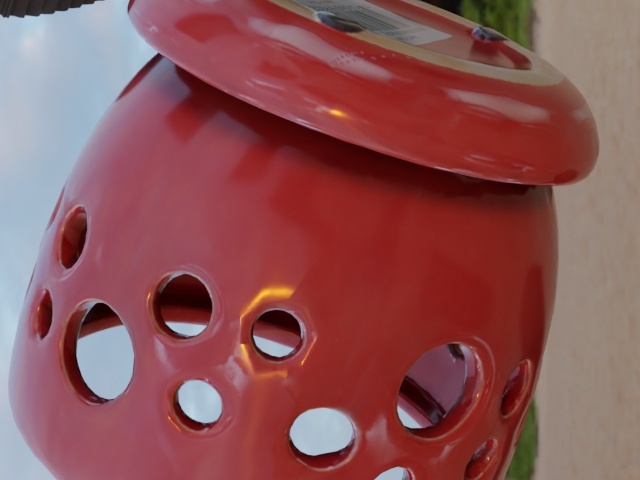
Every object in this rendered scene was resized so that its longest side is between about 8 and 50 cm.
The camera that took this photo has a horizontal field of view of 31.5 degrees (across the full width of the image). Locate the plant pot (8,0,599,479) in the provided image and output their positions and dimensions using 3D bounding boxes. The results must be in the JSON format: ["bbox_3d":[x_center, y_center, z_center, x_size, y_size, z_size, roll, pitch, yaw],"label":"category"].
[{"bbox_3d":[0.000,0.000,0.412,0.191,0.191,0.174,-58,-10,-70],"label":"plant pot"}]

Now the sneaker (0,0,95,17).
[{"bbox_3d":[-0.134,-0.227,0.745,0.319,0.131,0.112,-20,-33,-57],"label":"sneaker"}]
